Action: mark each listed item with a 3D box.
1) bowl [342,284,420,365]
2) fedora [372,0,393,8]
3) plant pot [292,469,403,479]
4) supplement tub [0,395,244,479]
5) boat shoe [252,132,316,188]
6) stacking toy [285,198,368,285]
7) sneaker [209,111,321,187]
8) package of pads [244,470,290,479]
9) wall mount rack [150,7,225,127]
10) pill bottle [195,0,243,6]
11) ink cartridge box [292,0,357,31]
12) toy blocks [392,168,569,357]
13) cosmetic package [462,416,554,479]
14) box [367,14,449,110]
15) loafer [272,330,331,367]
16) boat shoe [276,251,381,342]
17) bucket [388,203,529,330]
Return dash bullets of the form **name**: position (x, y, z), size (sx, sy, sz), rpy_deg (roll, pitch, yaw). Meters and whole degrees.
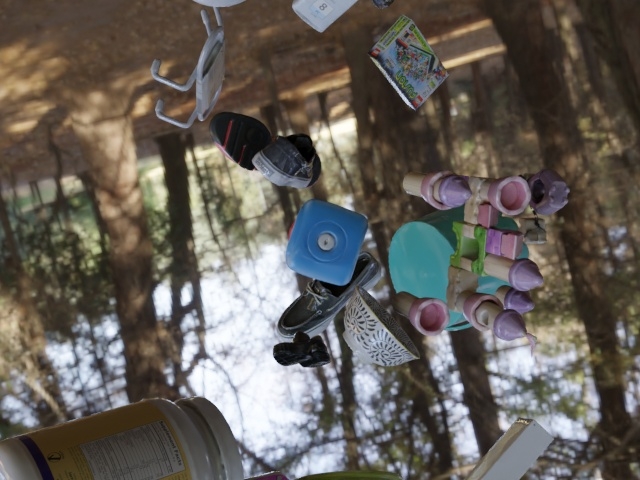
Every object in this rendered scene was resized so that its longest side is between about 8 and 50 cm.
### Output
- **bowl**: position (0.092, 0.168, 1.491), size (0.080, 0.170, 0.170), rpy_deg (-41, -175, 7)
- **fedora**: position (0.142, -0.841, 2.449), size (0.153, 0.333, 0.334), rpy_deg (9, -163, 23)
- **plant pot**: position (0.068, 0.692, 1.957), size (0.276, 0.253, 0.276), rpy_deg (-2, 155, -1)
- **supplement tub**: position (-0.308, 0.375, 1.258), size (0.331, 0.241, 0.241), rpy_deg (-11, -176, -37)
- **boat shoe**: position (-0.043, -0.135, 1.314), size (0.076, 0.080, 0.228), rpy_deg (-47, 172, 12)
- **stacking toy**: position (0.000, 0.000, 2.009), size (0.166, 0.175, 0.302), rpy_deg (19, 180, -5)
- **sneaker**: position (-0.151, -0.206, 1.978), size (0.314, 0.115, 0.136), rpy_deg (25, 172, -37)
- **package of pads**: position (-0.089, 0.628, 1.807), size (0.229, 0.101, 0.297), rpy_deg (3, -161, -46)
- **wall mount rack**: position (-0.273, -0.429, 1.873), size (0.131, 0.304, 0.350), rpy_deg (24, 162, -1)
- **pill bottle**: position (-0.151, -0.469, 1.180), size (0.146, 0.146, 0.264), rpy_deg (-16, 156, -10)
- **ink cartridge box**: position (0.120, -0.617, 1.610), size (0.385, 0.091, 0.308), rpy_deg (-34, -150, 40)
- **toy blocks**: position (0.314, 0.023, 1.416), size (0.309, 0.288, 0.260), rpy_deg (1, -171, -21)
- **cosmetic package**: position (0.348, 0.456, 1.637), size (0.239, 0.060, 0.099), rpy_deg (-46, 175, -9)
- **box**: position (0.195, -0.385, 1.823), size (0.114, 0.207, 0.036), rpy_deg (-48, -129, 3)
- **loafer**: position (-0.041, 0.201, 1.566), size (0.062, 0.061, 0.170), rpy_deg (-19, 160, 21)
- **boat shoe**: position (0.010, 0.138, 2.216), size (0.335, 0.121, 0.119), rpy_deg (-40, 147, -7)
- **bucket**: position (0.293, 0.054, 1.820), size (0.183, 0.281, 0.281), rpy_deg (-17, -172, -32)
